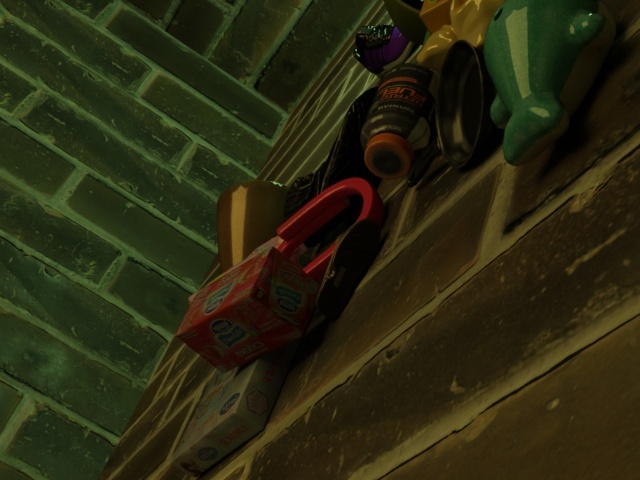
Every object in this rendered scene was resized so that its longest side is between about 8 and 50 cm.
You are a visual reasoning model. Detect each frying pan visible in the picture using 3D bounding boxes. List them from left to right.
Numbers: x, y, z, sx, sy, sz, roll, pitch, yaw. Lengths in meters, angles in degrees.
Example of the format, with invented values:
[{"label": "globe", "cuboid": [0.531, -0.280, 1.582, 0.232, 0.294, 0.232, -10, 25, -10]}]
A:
[{"label": "frying pan", "cuboid": [0.215, -0.162, 1.490, 0.197, 0.053, 0.326, -105, 19, -48]}]

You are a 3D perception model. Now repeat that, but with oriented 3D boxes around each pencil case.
[{"label": "pencil case", "cuboid": [-0.148, 0.097, 1.976, 0.284, 0.124, 0.124, -35, 7, -12]}]

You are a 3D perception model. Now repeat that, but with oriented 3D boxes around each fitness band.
[{"label": "fitness band", "cuboid": [0.000, 0.000, 1.798, 0.291, 0.054, 0.209, -40, 31, 14]}]

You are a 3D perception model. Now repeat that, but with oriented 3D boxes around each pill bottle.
[{"label": "pill bottle", "cuboid": [0.151, -0.221, 1.767, 0.130, 0.130, 0.246, -47, 15, 42]}]

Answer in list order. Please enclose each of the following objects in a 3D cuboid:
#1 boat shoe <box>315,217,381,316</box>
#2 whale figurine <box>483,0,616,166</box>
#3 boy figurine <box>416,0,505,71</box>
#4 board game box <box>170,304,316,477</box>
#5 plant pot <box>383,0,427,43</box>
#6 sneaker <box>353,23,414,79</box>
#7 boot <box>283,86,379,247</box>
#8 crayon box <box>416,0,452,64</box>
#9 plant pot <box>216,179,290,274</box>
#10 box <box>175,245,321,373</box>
[{"label": "boat shoe", "cuboid": [0.044, 0.046, 1.660, 0.190, 0.068, 0.072, -58, -1, -5]}, {"label": "whale figurine", "cuboid": [0.272, -0.222, 1.192, 0.216, 0.141, 0.272, -44, 18, 50]}, {"label": "boy figurine", "cuboid": [0.279, -0.346, 1.487, 0.285, 0.177, 0.092, -35, -14, 37]}, {"label": "board game box", "cuboid": [-0.150, 0.277, 1.842, 0.318, 0.065, 0.318, -44, 16, 49]}, {"label": "plant pot", "cuboid": [0.247, -0.547, 2.042, 0.275, 0.274, 0.293, -59, -6, -11]}, {"label": "sneaker", "cuboid": [0.170, -0.549, 2.588, 0.102, 0.146, 0.293, -61, 11, -21]}, {"label": "boot", "cuboid": [0.045, -0.160, 2.062, 0.348, 0.131, 0.260, -62, 12, -22]}, {"label": "crayon box", "cuboid": [0.294, -0.448, 1.610, 0.322, 0.083, 0.203, -25, 27, 30]}, {"label": "plant pot", "cuboid": [-0.144, 0.030, 2.207, 0.237, 0.237, 0.255, -46, 31, 47]}, {"label": "box", "cuboid": [-0.134, 0.131, 1.706, 0.256, 0.128, 0.123, -29, 27, 44]}]
